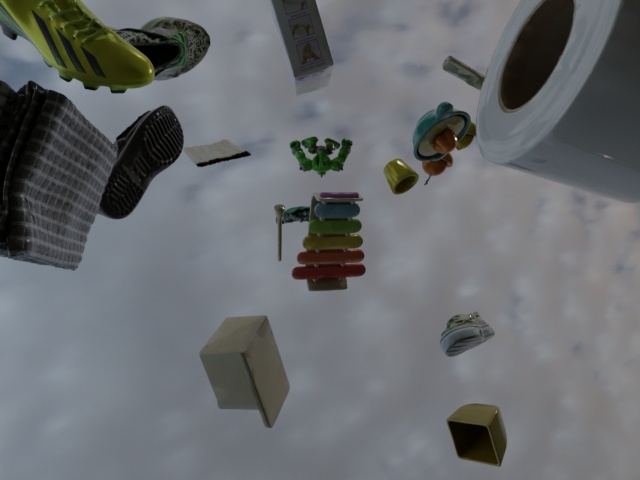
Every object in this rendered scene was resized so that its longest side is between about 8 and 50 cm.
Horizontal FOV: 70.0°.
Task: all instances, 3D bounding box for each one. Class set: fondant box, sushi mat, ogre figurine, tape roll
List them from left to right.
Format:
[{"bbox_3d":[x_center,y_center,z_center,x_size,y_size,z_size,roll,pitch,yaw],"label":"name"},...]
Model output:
[{"bbox_3d":[-0.315,-0.263,1.352,0.151,0.316,0.019,-18,-66,-17],"label":"sushi mat"},{"bbox_3d":[-0.065,-0.525,1.048,0.096,0.238,0.330,-18,-81,1],"label":"fondant box"},{"bbox_3d":[0.000,-0.272,1.465,0.197,0.097,0.118,9,-118,-15],"label":"ogre figurine"},{"bbox_3d":[0.305,-0.178,0.496,0.169,0.246,0.246,15,-98,-6],"label":"tape roll"}]

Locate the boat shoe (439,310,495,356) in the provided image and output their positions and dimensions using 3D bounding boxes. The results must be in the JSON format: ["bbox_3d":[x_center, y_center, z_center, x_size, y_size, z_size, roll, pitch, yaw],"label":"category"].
[{"bbox_3d":[0.400,0.258,1.294,0.302,0.109,0.094,10,-140,-54],"label":"boat shoe"}]

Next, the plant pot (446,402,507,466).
[{"bbox_3d":[0.290,0.339,0.823,0.083,0.081,0.081,-25,-81,-45],"label":"plant pot"}]

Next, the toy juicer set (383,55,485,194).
[{"bbox_3d":[0.280,-0.229,0.966,0.209,0.329,0.089,-14,-120,-28],"label":"toy juicer set"}]

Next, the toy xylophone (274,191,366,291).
[{"bbox_3d":[0.000,0.000,1.202,0.236,0.081,0.323,-8,-51,-6],"label":"toy xylophone"}]

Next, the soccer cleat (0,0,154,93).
[{"bbox_3d":[-0.356,-0.306,0.628,0.289,0.121,0.093,32,-138,7],"label":"soccer cleat"}]

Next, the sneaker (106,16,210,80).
[{"bbox_3d":[-0.385,-0.455,1.124,0.410,0.182,0.158,-45,-38,-48],"label":"sneaker"}]

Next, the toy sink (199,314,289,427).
[{"bbox_3d":[-0.185,0.328,1.141,0.153,0.131,0.234,-59,-42,-60],"label":"toy sink"}]

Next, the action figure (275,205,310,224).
[{"bbox_3d":[-0.053,-0.088,1.543,0.137,0.232,0.063,2,-101,-62],"label":"action figure"}]

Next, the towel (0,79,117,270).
[{"bbox_3d":[-0.410,-0.078,0.678,0.121,0.283,0.235,18,-99,-8],"label":"towel"}]

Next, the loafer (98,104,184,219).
[{"bbox_3d":[-0.454,-0.202,1.086,0.366,0.130,0.134,-69,-28,-42],"label":"loafer"}]
